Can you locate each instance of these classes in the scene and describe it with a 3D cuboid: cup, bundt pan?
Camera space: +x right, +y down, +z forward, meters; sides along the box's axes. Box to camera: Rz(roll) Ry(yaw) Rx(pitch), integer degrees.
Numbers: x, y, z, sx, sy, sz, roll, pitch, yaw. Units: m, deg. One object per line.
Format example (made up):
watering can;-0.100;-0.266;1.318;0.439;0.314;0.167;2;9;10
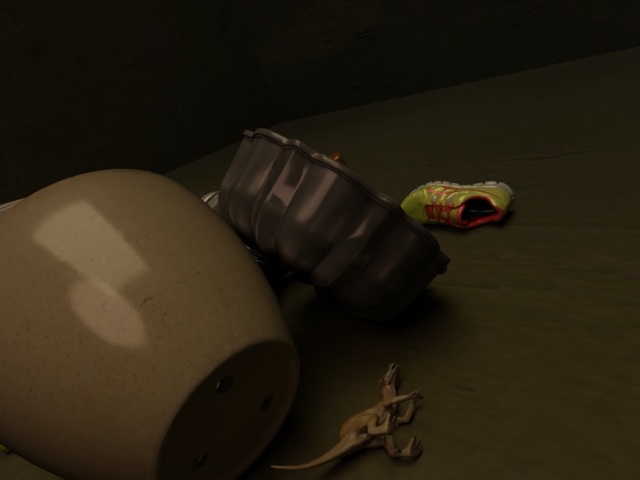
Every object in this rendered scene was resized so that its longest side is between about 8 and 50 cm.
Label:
cup;-0.161;0.117;0.494;0.237;0.331;0.331;26;44;34
bundt pan;0.000;0.000;0.649;0.124;0.331;0.331;-57;30;-8

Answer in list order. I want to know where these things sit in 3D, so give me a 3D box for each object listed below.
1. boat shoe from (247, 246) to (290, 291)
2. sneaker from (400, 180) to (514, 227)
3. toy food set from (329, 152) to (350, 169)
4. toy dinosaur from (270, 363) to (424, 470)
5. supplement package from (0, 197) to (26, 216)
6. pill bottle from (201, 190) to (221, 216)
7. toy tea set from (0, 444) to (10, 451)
boat shoe;-0.135;0.063;0.820;0.340;0.127;0.113;-23;34;-17
sneaker;0.240;-0.060;0.872;0.209;0.081;0.094;-7;25;27
toy food set;-0.025;-0.140;1.326;0.232;0.104;0.111;-41;35;-2
toy dinosaur;0.048;0.188;0.469;0.183;0.053;0.093;-28;6;-42
supplement package;-0.591;0.094;0.886;0.178;0.292;0.175;-5;24;34
pill bottle;-0.167;-0.028;1.022;0.161;0.161;0.283;-29;22;-25
toy tea set;-0.347;0.155;0.733;0.200;0.124;0.336;-35;29;42
